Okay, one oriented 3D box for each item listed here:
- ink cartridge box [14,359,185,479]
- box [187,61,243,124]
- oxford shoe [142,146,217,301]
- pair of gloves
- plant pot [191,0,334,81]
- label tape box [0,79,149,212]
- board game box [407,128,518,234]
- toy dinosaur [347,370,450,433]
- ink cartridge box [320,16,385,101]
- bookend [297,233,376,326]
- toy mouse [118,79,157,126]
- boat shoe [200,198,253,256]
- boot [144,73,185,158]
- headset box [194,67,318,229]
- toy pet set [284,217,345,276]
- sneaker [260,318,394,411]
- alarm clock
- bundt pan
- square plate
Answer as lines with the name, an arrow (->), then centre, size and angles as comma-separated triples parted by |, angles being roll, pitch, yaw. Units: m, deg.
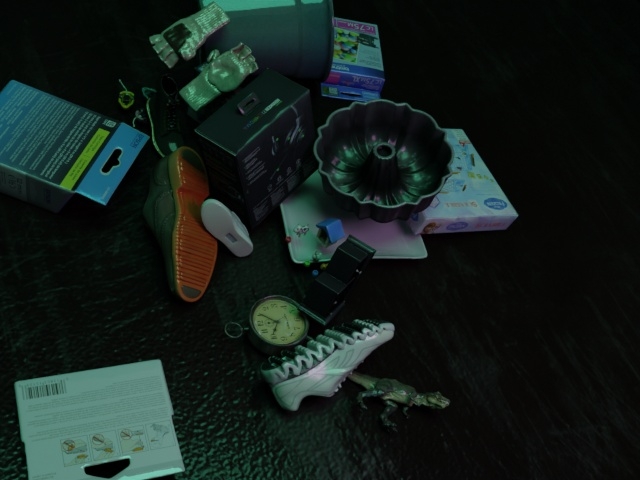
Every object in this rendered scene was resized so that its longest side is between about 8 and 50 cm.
ink cartridge box -> -0.408, 0.353, 1.513 | 0.275, 0.060, 0.239 | -6, 55, -23
box -> -0.227, -0.317, 2.048 | 0.233, 0.159, 0.044 | 38, 51, 14
oxford shoe -> -0.321, -0.025, 1.828 | 0.130, 0.132, 0.364 | 29, 48, -50
pair of gloves -> -0.282, -0.451, 1.985 | 0.204, 0.042, 0.240 | -31, 75, -2
plant pot -> -0.166, -0.585, 2.194 | 0.334, 0.341, 0.341 | -7, 54, -13
label tape box -> -0.602, -0.196, 1.863 | 0.347, 0.115, 0.249 | 22, 50, -3
board game box -> 0.309, -0.161, 2.120 | 0.318, 0.066, 0.318 | -3, 53, -33
toy dinosaur -> 0.130, 0.326, 1.713 | 0.268, 0.064, 0.118 | 22, 46, 7
ink cartridge box -> 0.086, -0.531, 2.391 | 0.186, 0.065, 0.311 | 7, 52, -12
bookend -> 0.037, 0.084, 1.774 | 0.072, 0.157, 0.156 | 32, 19, 9
toy mouse -> -0.441, -0.339, 2.081 | 0.143, 0.031, 0.161 | 2, 52, -16
boat shoe -> -0.209, -0.039, 1.834 | 0.066, 0.184, 0.063 | -32, 43, 14
boot -> -0.363, -0.287, 1.977 | 0.077, 0.137, 0.198 | -20, 76, -34
headset box -> -0.138, -0.213, 1.867 | 0.131, 0.283, 0.246 | 33, 64, 25
toy pet set -> 0.000, 0.000, 1.863 | 0.114, 0.065, 0.122 | -27, 66, -31
sneaker -> 0.025, 0.249, 1.682 | 0.292, 0.110, 0.118 | -23, 99, -14
alarm clock -> -0.111, 0.185, 1.741 | 0.192, 0.064, 0.129 | -1, 53, -23
bundt pan -> 0.143, -0.175, 1.936 | 0.331, 0.124, 0.331 | 2, 56, -3
square plate -> 0.056, -0.080, 2.020 | 0.344, 0.049, 0.347 | -2, 53, -20
